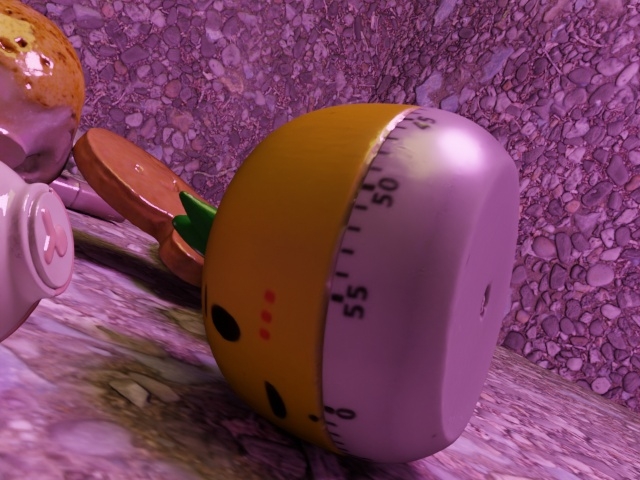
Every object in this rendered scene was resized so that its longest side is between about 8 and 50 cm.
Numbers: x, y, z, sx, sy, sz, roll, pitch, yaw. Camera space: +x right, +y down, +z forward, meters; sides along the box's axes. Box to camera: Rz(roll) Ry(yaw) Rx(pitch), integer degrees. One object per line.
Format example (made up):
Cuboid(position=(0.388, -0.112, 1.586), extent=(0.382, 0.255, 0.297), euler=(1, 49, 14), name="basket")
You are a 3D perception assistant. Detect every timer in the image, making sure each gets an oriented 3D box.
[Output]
Cuboid(position=(-0.002, 0.019, 0.510), extent=(0.285, 0.285, 0.285), euler=(23, 1, -1), name="timer")

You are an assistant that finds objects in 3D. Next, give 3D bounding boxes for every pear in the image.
Cuboid(position=(-0.422, -0.171, 0.766), extent=(0.271, 0.271, 0.271), euler=(23, 1, -1), name="pear")

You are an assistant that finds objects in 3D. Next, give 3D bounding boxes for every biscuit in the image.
Cuboid(position=(-0.173, -0.025, 0.873), extent=(0.355, 0.052, 0.275), euler=(43, 9, -4), name="biscuit")

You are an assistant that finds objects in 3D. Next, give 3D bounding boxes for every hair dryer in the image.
Cuboid(position=(-0.493, -0.096, 1.231), extent=(0.195, 0.053, 0.220), euler=(21, -4, -41), name="hair dryer")

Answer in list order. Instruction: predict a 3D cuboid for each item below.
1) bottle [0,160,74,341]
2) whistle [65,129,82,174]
Cuboid(position=(-0.203, -0.002, 0.279), extent=(0.148, 0.147, 0.236), euler=(23, -7, 7), name="bottle")
Cuboid(position=(-0.498, -0.178, 1.175), extent=(0.092, 0.110, 0.244), euler=(-26, 30, -38), name="whistle")
